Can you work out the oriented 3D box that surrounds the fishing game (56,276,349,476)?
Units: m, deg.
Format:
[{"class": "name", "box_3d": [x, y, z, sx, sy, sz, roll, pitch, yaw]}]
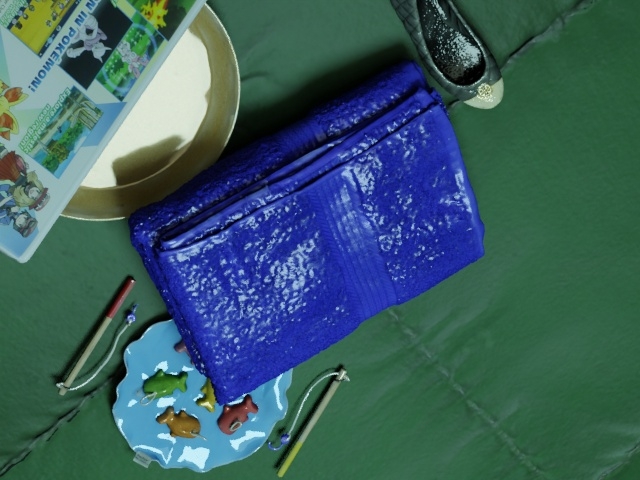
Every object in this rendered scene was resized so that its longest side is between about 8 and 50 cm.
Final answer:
[{"class": "fishing game", "box_3d": [-0.114, 0.151, 1.395, 0.264, 0.041, 0.189, 29, 102, -26]}]

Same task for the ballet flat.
[{"class": "ballet flat", "box_3d": [0.113, -0.180, 1.289, 0.057, 0.049, 0.173, -38, 120, 5]}]

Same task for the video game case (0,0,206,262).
[{"class": "video game case", "box_3d": [-0.232, -0.189, 1.065, 0.329, 0.036, 0.300, -57, 137, -10]}]

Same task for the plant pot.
[{"class": "plant pot", "box_3d": [-0.188, -0.130, 1.237, 0.236, 0.032, 0.236, -7, 118, -13]}]

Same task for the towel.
[{"class": "towel", "box_3d": [0.000, 0.000, 1.308, 0.308, 0.076, 0.227, -29, 121, -9]}]
